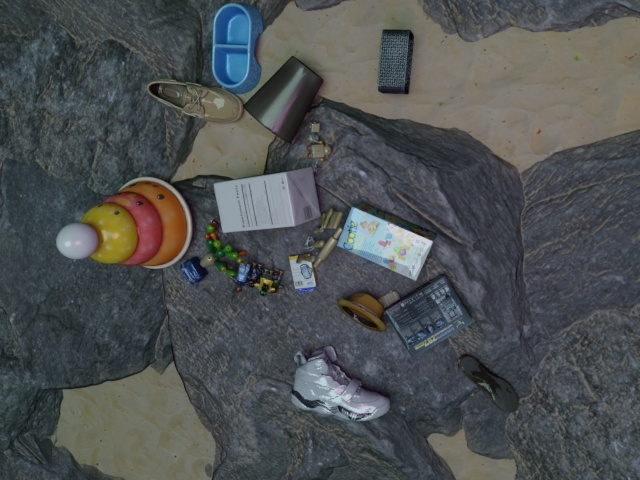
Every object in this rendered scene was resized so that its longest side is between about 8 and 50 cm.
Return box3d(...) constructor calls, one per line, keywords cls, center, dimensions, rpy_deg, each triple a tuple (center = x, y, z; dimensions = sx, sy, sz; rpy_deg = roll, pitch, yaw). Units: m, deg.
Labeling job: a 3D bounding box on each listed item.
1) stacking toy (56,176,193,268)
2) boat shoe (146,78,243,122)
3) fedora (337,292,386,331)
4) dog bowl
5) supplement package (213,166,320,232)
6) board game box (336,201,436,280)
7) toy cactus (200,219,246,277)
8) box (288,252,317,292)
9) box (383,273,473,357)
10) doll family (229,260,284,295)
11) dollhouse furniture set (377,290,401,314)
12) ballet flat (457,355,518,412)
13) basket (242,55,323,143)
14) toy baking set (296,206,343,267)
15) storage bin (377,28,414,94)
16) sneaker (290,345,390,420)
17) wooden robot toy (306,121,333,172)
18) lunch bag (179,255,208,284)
box3d(cls="stacking toy", center=(-0.693, -0.027, 1.817), dimensions=(0.351, 0.480, 0.350), rpy_deg=(3, 102, 16))
box3d(cls="boat shoe", center=(-0.437, -0.483, 1.845), dimensions=(0.341, 0.110, 0.121), rpy_deg=(15, 105, 14))
box3d(cls="fedora", center=(0.151, 0.233, 1.809), dimensions=(0.194, 0.194, 0.079), rpy_deg=(31, 70, 9))
box3d(cls="dog bowl", center=(-0.286, -0.648, 1.786), dimensions=(0.166, 0.074, 0.297), rpy_deg=(8, 102, 15))
box3d(cls="supplement package", center=(-0.177, -0.134, 1.774), dimensions=(0.293, 0.177, 0.175), rpy_deg=(-4, 101, 31))
box3d(cls="board game box", center=(0.217, -0.003, 1.726), dimensions=(0.275, 0.142, 0.144), rpy_deg=(25, 107, 11))
box3d(cls="toy cactus", center=(-0.376, 0.045, 1.952), dimensions=(0.180, 0.112, 0.219), rpy_deg=(-29, 94, 39))
box3d(cls="box", center=(-0.060, 0.116, 1.895), dimensions=(0.081, 0.028, 0.136), rpy_deg=(-7, 101, 18))
box3d(cls="box", center=(0.352, 0.246, 1.744), dimensions=(0.233, 0.059, 0.183), rpy_deg=(-32, 90, 1))
box3d(cls="doll family", center=(-0.227, 0.145, 1.910), dimensions=(0.193, 0.076, 0.111), rpy_deg=(18, 104, 1))
box3d(cls="dollhouse furniture set", center=(0.267, 0.249, 1.825), dimensions=(0.076, 0.059, 0.151), rpy_deg=(-34, 70, 27))
box3d(cls="ballet flat", center=(0.554, 0.476, 1.771), dimensions=(0.250, 0.058, 0.084), rpy_deg=(40, 74, 0))
box3d(cls="basket", center=(-0.106, -0.468, 1.731), dimensions=(0.204, 0.154, 0.227), rpy_deg=(41, 106, 4))
box3d(cls="toy baking set", center=(0.002, 0.002, 1.779), dimensions=(0.030, 0.196, 0.256), rpy_deg=(25, 107, -22))
box3d(cls="storage bin", center=(0.230, -0.543, 1.624), dimensions=(0.084, 0.122, 0.180), rpy_deg=(6, 103, 16))
box3d(cls="sneaker", center=(0.065, 0.500, 1.874), dimensions=(0.366, 0.137, 0.210), rpy_deg=(3, 105, 20))
box3d(cls="wooden robot toy", center=(0.001, -0.310, 1.785), dimensions=(0.079, 0.076, 0.173), rpy_deg=(-7, 101, -18))
box3d(cls="lunch bag", center=(-0.477, 0.118, 2.000), dimensions=(0.065, 0.067, 0.098), rpy_deg=(-31, 92, 20))
